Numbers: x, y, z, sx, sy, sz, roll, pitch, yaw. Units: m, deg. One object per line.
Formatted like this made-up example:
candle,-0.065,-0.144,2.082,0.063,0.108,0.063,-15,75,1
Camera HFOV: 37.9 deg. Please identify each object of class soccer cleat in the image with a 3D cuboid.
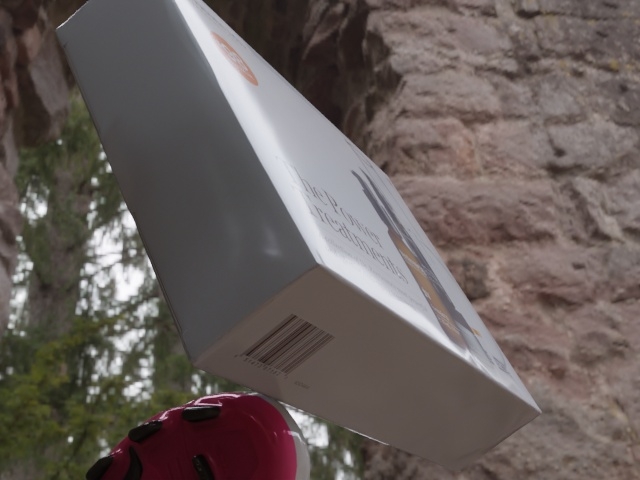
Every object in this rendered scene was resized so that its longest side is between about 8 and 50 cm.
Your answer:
soccer cleat,-0.106,0.212,0.614,0.331,0.116,0.143,-45,-32,21

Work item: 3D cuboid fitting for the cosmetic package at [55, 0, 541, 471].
cosmetic package,0.000,0.000,0.687,0.097,0.284,0.377,-39,-34,11
